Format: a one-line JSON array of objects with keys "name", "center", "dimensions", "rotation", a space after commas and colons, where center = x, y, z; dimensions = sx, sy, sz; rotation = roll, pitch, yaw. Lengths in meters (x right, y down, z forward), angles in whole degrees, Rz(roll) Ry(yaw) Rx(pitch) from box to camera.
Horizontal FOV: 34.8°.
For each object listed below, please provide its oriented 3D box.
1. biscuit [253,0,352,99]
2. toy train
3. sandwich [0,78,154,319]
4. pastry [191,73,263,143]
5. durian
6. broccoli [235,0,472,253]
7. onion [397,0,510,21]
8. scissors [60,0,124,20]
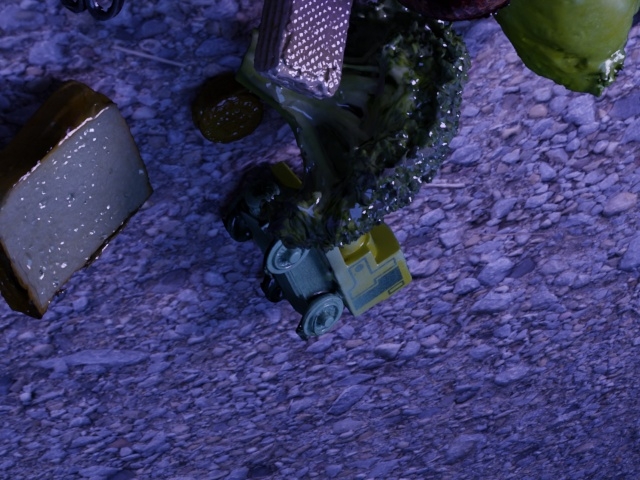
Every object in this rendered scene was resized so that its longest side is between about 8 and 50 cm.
[{"name": "biscuit", "center": [-0.012, -0.297, 1.241], "dimensions": [0.108, 0.062, 0.239], "rotation": [18, 78, -42]}, {"name": "toy train", "center": [0.000, 0.000, 1.642], "dimensions": [0.237, 0.150, 0.369], "rotation": [-35, 144, -8]}, {"name": "sandwich", "center": [-0.338, -0.054, 1.301], "dimensions": [0.251, 0.087, 0.226], "rotation": [-55, 154, -27]}, {"name": "pastry", "center": [-0.126, -0.180, 1.410], "dimensions": [0.109, 0.057, 0.097], "rotation": [4, 133, -36]}, {"name": "durian", "center": [0.331, -0.383, 1.381], "dimensions": [0.339, 0.204, 0.256], "rotation": [38, 78, -48]}, {"name": "broccoli", "center": [0.032, -0.159, 1.389], "dimensions": [0.375, 0.302, 0.249], "rotation": [-61, 167, -3]}, {"name": "onion", "center": [0.169, -0.385, 1.226], "dimensions": [0.246, 0.246, 0.190], "rotation": [-49, 154, 24]}, {"name": "scissors", "center": [-0.261, -0.379, 1.086], "dimensions": [0.022, 0.109, 0.300], "rotation": [-43, 146, -45]}]
